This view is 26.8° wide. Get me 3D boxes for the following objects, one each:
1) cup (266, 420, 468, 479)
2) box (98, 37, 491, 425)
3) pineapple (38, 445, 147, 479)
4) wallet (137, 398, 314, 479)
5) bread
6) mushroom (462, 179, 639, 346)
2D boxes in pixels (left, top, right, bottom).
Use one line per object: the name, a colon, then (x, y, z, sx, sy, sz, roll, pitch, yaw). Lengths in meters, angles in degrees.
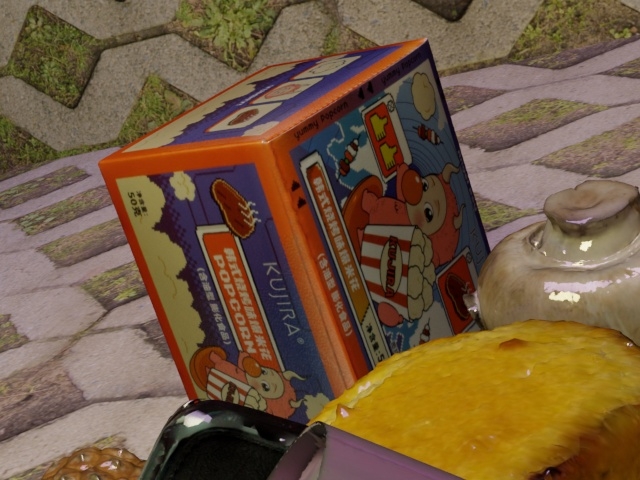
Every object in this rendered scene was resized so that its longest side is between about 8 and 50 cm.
cup: (0.096, 0.220, 0.727, 0.203, 0.288, 0.203, -59, 9, 16)
box: (0.000, 0.000, 1.470, 0.257, 0.348, 0.318, -4, 21, 38)
pineapple: (-0.168, 0.307, 1.079, 0.169, 0.169, 0.340, -21, 26, -6)
wallet: (-0.077, 0.250, 0.822, 0.172, 0.318, 0.045, 20, 15, -24)
bread: (0.128, 0.197, 0.994, 0.358, 0.204, 0.337, -29, 26, -36)
mushroom: (0.270, 0.042, 1.354, 0.255, 0.184, 0.255, -7, 29, 4)
